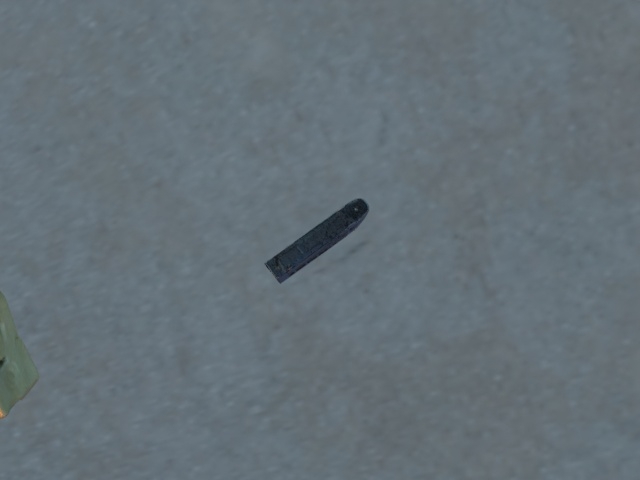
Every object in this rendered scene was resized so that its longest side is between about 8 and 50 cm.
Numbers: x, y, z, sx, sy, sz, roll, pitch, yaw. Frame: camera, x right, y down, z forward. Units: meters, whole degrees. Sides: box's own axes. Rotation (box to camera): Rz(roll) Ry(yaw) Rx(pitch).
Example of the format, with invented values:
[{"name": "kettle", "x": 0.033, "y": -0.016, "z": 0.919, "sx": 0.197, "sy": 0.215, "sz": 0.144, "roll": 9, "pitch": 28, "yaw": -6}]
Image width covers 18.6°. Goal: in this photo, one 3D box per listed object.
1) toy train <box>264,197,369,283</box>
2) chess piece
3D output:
[{"name": "toy train", "x": 0.000, "y": 0.000, "z": 1.371, "sx": 0.083, "sy": 0.017, "sz": 0.017, "roll": -36, "pitch": 66, "yaw": -4}, {"name": "chess piece", "x": -0.338, "y": 0.079, "z": 1.905, "sx": 0.090, "sy": 0.090, "sz": 0.200, "roll": -46, "pitch": 124, "yaw": -36}]
